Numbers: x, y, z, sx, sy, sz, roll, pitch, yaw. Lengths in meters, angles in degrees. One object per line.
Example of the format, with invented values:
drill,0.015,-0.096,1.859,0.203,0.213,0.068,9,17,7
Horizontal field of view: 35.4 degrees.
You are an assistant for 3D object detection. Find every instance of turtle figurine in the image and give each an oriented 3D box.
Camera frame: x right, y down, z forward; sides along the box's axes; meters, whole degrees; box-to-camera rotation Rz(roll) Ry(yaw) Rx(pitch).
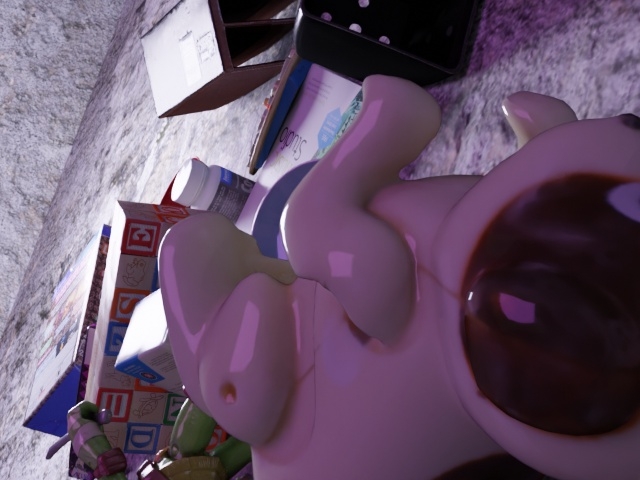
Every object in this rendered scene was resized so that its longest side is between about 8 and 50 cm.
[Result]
turtle figurine,-0.136,0.196,0.983,0.266,0.198,0.274,-48,-4,-1

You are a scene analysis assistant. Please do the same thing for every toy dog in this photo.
toy dog,0.092,0.072,0.656,0.408,0.284,0.395,-31,49,52

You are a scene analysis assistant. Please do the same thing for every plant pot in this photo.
plant pot,0.065,-0.275,1.160,0.167,0.187,0.188,141,147,-69

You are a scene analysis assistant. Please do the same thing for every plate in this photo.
plate,0.000,0.000,1.143,0.188,0.024,0.188,-7,78,34

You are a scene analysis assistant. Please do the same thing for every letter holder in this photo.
letter holder,-0.143,-0.325,1.698,0.302,0.214,0.152,-15,87,60

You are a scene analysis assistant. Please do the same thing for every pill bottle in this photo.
pill bottle,-0.136,-0.061,1.419,0.078,0.137,0.078,-46,31,39

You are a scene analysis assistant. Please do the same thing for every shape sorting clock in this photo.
shape sorting clock,-0.062,-0.189,1.427,0.206,0.040,0.206,-64,2,4

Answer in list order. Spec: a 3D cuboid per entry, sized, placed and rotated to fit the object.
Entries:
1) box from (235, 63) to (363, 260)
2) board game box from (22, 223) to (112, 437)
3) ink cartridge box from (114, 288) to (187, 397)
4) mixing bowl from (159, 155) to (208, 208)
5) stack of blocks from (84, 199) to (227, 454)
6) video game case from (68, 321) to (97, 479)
box,-0.025,-0.057,1.284,0.322,0.058,0.232,-65,23,8
board game box,-0.375,0.165,1.714,0.232,0.141,0.291,-45,32,40
ink cartridge box,-0.098,0.127,1.091,0.148,0.203,0.086,-28,42,55
mixing bowl,-0.185,-0.028,1.542,0.181,0.098,0.181,-45,31,38
stack of blocks,-0.185,0.111,1.238,0.087,0.171,0.297,-138,57,-65
video game case,-0.273,0.194,1.399,0.232,0.042,0.210,-35,-44,-75
